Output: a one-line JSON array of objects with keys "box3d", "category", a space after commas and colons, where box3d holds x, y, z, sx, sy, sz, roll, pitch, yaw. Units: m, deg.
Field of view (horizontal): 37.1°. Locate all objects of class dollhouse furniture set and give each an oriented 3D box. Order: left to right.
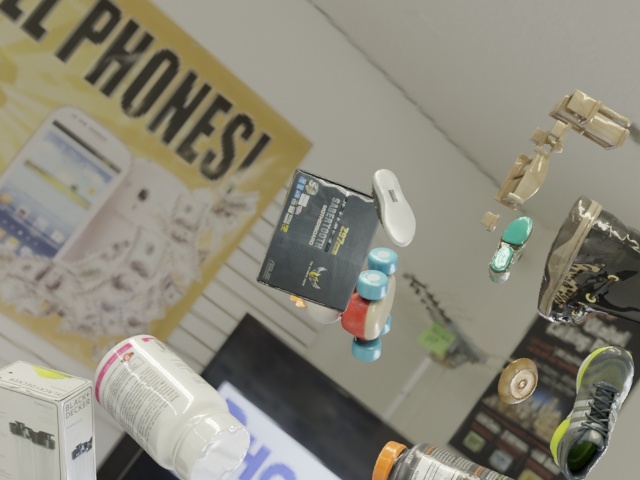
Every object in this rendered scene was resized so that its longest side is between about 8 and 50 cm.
[{"box3d": [0.558, -0.146, 2.258, 0.174, 0.355, 0.303, 30, 2, 1], "category": "dollhouse furniture set"}]

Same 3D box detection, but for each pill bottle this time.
[{"box3d": [-0.266, 0.305, 1.701, 0.283, 0.160, 0.160, 34, -5, 35], "category": "pill bottle"}, {"box3d": [0.215, 0.433, 1.653, 0.245, 0.130, 0.130, 19, -12, 26], "category": "pill bottle"}]

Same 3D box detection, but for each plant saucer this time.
[{"box3d": [0.335, 0.238, 1.596, 0.083, 0.083, 0.015, 40, -4, -33], "category": "plant saucer"}]

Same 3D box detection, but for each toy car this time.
[{"box3d": [0.049, 0.136, 2.286, 0.238, 0.219, 0.210, 11, 32, 12], "category": "toy car"}]

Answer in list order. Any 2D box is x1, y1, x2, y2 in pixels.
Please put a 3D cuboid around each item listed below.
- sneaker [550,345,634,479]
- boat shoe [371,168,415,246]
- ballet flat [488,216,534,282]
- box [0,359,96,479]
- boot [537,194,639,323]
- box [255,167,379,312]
[{"box3d": [0.554, 0.354, 1.909, 0.111, 0.300, 0.121, 15, 17, 1], "category": "sneaker"}, {"box3d": [0.107, -0.043, 1.426, 0.040, 0.049, 0.142, 108, -24, -50], "category": "boat shoe"}, {"box3d": [0.505, 0.026, 2.546, 0.072, 0.213, 0.068, 22, -32, 24], "category": "ballet flat"}, {"box3d": [-0.474, 0.366, 1.630, 0.169, 0.290, 0.087, 10, 19, 25], "category": "box"}, {"box3d": [0.486, 0.087, 1.442, 0.284, 0.138, 0.377, 26, -18, 20], "category": "boot"}, {"box3d": [0.000, 0.000, 1.825, 0.183, 0.233, 0.059, 21, 3, -8], "category": "box"}]
